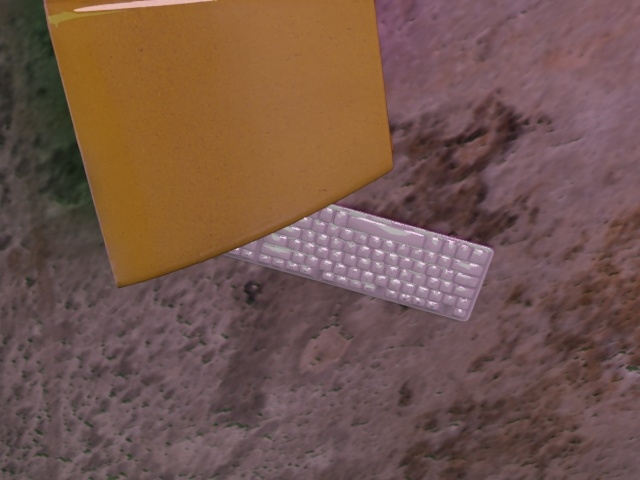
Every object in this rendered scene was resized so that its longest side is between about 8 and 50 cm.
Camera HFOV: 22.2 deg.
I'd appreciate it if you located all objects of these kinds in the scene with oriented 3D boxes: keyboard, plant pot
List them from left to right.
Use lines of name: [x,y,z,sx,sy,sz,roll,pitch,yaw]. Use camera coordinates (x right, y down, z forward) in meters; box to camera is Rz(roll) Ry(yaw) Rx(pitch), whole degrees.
plant pot: [-0.057,-0.125,1.043,0.187,0.212,0.212,-9,127,0]
keyboard: [0.000,0.000,1.242,0.256,0.014,0.072,15,130,-2]
